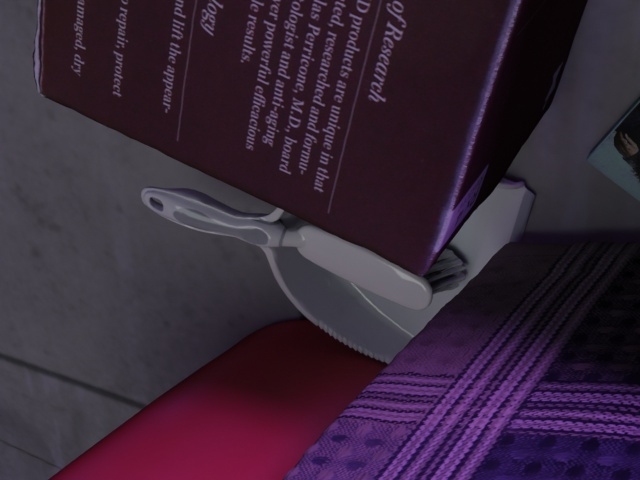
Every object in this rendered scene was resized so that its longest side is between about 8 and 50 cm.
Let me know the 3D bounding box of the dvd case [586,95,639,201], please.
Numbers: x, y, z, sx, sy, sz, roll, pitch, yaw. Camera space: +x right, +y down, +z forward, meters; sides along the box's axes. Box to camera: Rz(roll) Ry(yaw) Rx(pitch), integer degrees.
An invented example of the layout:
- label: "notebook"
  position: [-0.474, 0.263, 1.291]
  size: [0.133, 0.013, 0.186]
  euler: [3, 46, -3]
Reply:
- label: "dvd case"
  position: [0.201, -0.032, 0.591]
  size: [0.119, 0.013, 0.087]
  euler: [37, 133, 0]

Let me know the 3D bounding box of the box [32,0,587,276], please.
- label: "box"
  position: [0.007, -0.127, 0.535]
  size: [0.203, 0.168, 0.167]
  euler: [25, 130, 14]

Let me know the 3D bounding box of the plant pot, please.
- label: "plant pot"
  position: [-0.033, 0.194, 0.734]
  size: [0.274, 0.243, 0.275]
  euler: [15, 127, 21]

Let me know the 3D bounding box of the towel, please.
- label: "towel"
  position: [0.155, 0.080, 0.474]
  size: [0.312, 0.324, 0.056]
  euler: [-2, 113, 34]

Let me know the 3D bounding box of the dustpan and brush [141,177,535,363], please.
- label: "dustpan and brush"
  position: [0.000, 0.000, 0.701]
  size: [0.211, 0.060, 0.147]
  euler: [23, 130, 15]
